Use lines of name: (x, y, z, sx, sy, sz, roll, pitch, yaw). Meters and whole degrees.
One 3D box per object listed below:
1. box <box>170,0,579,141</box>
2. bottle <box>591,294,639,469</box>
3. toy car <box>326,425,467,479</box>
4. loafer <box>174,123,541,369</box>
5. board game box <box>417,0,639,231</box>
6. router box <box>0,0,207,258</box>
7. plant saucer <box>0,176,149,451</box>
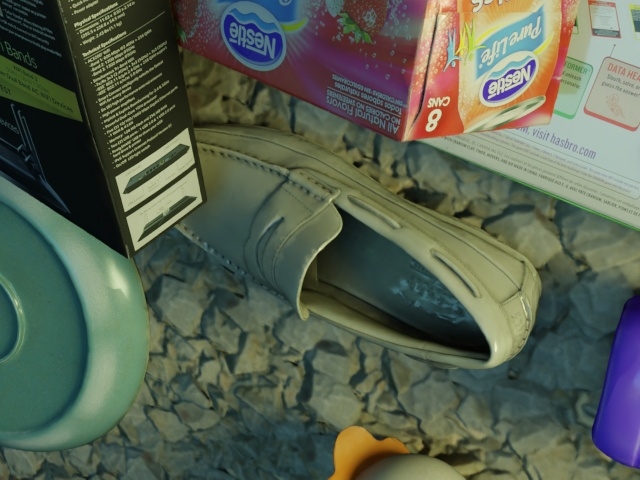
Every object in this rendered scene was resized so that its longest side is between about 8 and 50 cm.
box: (0.013, -0.155, 0.599, 0.257, 0.128, 0.122, 30, 120, 41)
bottle: (0.322, 0.118, 0.633, 0.283, 0.092, 0.118, 13, 114, 19)
toy car: (0.072, 0.248, 0.745, 0.238, 0.210, 0.219, 50, 132, 15)
loafer: (0.000, 0.000, 0.723, 0.319, 0.111, 0.112, 21, 116, 16)
board game box: (0.213, -0.166, 0.595, 0.242, 0.064, 0.316, 25, 116, 14)
router box: (-0.226, -0.156, 0.691, 0.309, 0.081, 0.243, 29, 144, 30)
plant saucer: (-0.303, 0.060, 0.921, 0.318, 0.044, 0.317, 8, 112, 21)
